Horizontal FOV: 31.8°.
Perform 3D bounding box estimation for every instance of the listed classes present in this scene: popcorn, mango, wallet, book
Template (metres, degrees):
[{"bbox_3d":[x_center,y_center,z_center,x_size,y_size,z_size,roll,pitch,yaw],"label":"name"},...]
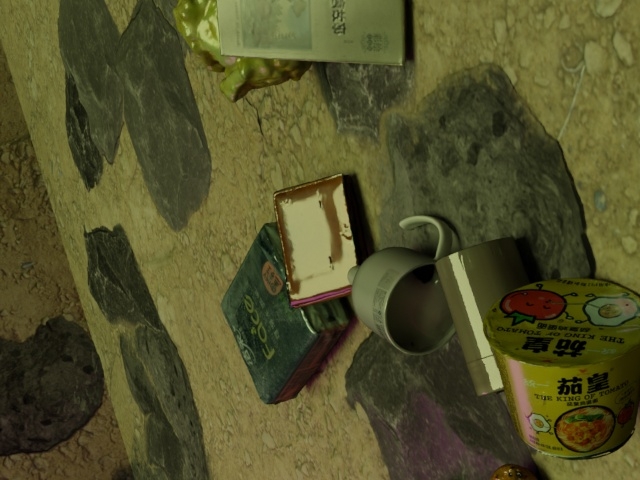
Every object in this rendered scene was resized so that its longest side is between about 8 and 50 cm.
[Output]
[{"bbox_3d":[-0.105,-0.339,1.712,0.256,0.195,0.255,29,108,14],"label":"popcorn"},{"bbox_3d":[0.268,0.356,1.501,0.077,0.063,0.127,14,120,56],"label":"mango"},{"bbox_3d":[0.003,0.000,1.805,0.161,0.042,0.195,-16,83,38],"label":"wallet"},{"bbox_3d":[-0.017,-0.353,1.561,0.283,0.025,0.214,4,111,20],"label":"book"}]

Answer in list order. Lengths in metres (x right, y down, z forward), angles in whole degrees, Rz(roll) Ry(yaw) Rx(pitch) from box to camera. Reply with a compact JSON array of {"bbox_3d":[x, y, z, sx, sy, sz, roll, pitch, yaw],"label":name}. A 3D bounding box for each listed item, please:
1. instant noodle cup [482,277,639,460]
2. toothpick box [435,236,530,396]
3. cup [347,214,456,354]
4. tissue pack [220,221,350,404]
[{"bbox_3d":[0.281,0.147,1.262,0.182,0.182,0.144,35,142,54],"label":"instant noodle cup"},{"bbox_3d":[0.221,0.097,1.410,0.111,0.111,0.180,-36,69,62],"label":"toothpick box"},{"bbox_3d":[0.112,0.057,1.585,0.142,0.134,0.173,30,129,59],"label":"cup"},{"bbox_3d":[-0.066,0.131,2.008,0.228,0.103,0.315,65,151,22],"label":"tissue pack"}]
